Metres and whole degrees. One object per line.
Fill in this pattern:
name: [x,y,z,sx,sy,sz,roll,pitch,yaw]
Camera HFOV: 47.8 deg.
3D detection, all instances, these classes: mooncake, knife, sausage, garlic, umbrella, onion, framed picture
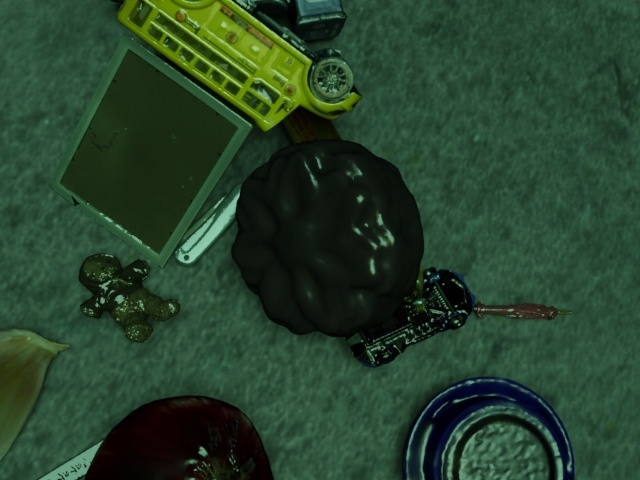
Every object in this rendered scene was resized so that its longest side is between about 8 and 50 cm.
mooncake: [0.000,0.000,1.003,0.141,0.283,0.283,-14,81,-54]
knife: [-0.163,-0.027,1.101,0.044,0.023,0.162,40,77,3]
sausage: [0.056,-0.052,1.087,0.082,0.082,0.371,-27,77,-13]
garlic: [-0.477,0.239,0.979,0.149,0.128,0.266,20,89,6]
umbrella: [0.324,0.114,1.161,0.165,0.025,0.027,4,99,-6]
onion: [-0.198,0.348,0.961,0.273,0.285,0.273,21,59,-40]
framed picture: [-0.248,-0.119,1.029,0.216,0.016,0.273,36,115,-3]

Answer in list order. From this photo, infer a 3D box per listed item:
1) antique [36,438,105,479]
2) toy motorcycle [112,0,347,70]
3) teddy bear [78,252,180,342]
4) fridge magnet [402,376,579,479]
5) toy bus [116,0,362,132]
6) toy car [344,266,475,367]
antique: [-0.352,0.325,1.016,0.192,0.015,0.031,-31,87,-13]
toy motorcycle: [-0.154,-0.379,1.109,0.359,0.125,0.212,-12,85,-9]
teddy bear: [-0.280,0.084,1.041,0.160,0.078,0.119,38,58,20]
fridge magnet: [0.253,0.336,1.067,0.266,0.112,0.265,2,79,-8]
toy bus: [-0.102,-0.261,0.995,0.330,0.144,0.152,34,105,-14]
toy car: [0.134,0.117,1.105,0.216,0.063,0.103,-23,72,-15]
